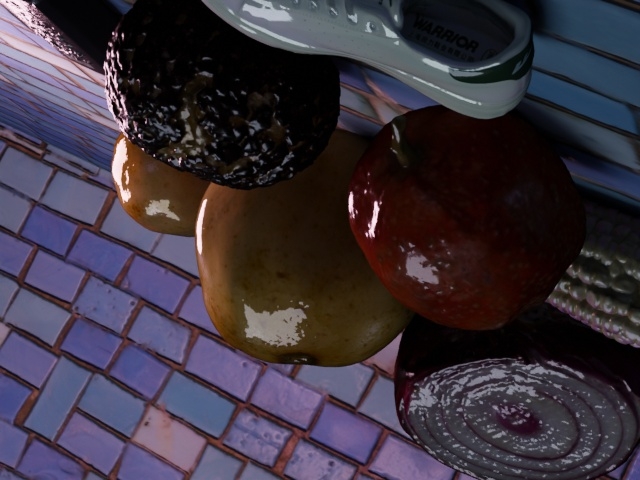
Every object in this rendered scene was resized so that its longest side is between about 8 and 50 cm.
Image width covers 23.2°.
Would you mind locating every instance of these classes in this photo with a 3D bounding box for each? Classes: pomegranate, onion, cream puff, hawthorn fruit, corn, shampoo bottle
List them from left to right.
[{"bbox_3d":[-0.310,-0.274,1.769,0.098,0.071,0.309,26,174,21],"label":"shampoo bottle"},{"bbox_3d":[-0.179,-0.098,2.087,0.207,0.207,0.207,27,174,3],"label":"pomegranate"},{"bbox_3d":[-0.100,-0.143,1.522,0.239,0.165,0.239,24,173,3],"label":"cream puff"},{"bbox_3d":[-0.009,0.015,1.846,0.307,0.307,0.307,27,174,3],"label":"pomegranate"},{"bbox_3d":[0.118,-0.035,1.393,0.205,0.205,0.253,20,164,48],"label":"hawthorn fruit"},{"bbox_3d":[0.264,0.135,1.878,0.337,0.260,0.282,-24,120,39],"label":"onion"},{"bbox_3d":[0.232,0.000,1.570,0.335,0.126,0.126,28,175,25],"label":"corn"}]

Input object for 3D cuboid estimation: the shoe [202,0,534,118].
[{"bbox_3d":[0.032,-0.173,1.091,0.265,0.095,0.110,22,168,0],"label":"shoe"}]
